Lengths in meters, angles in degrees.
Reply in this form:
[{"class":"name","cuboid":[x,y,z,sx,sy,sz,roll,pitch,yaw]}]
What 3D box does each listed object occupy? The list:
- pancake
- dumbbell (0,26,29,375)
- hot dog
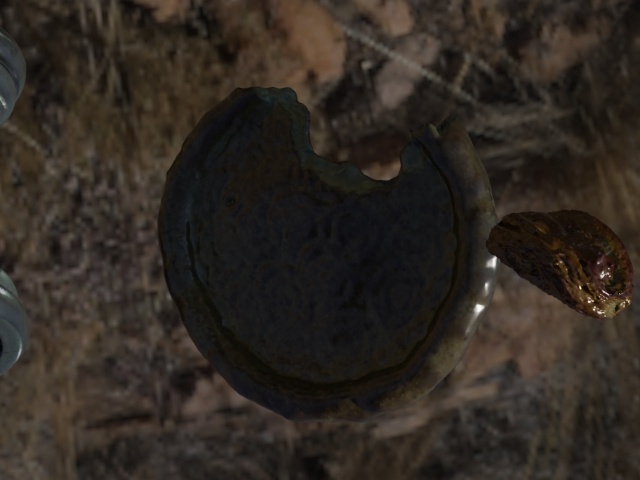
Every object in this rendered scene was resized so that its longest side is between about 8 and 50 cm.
[{"class":"pancake","cuboid":[0.000,0.000,1.226,0.286,0.288,0.033,-42,160,25]},{"class":"dumbbell","cuboid":[-0.352,-0.040,1.465,0.179,0.406,0.179,-4,149,-3]},{"class":"hot dog","cuboid":[0.123,0.008,0.835,0.058,0.083,0.035,-12,128,-41]}]
